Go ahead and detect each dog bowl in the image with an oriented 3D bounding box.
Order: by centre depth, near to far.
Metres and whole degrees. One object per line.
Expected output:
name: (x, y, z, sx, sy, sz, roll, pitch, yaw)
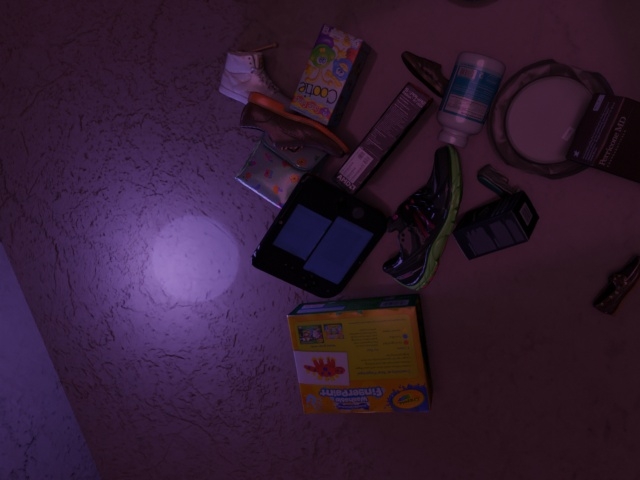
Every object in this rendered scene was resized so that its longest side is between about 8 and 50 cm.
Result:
dog bowl: (0.678, -0.354, 1.560, 0.349, 0.102, 0.348, 3, 103, 15)

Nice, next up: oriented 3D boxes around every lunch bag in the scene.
lunch bag: (-0.121, -0.255, 1.780, 0.223, 0.160, 0.262, 35, 96, 9)

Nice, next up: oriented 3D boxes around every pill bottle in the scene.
pill bottle: (0.442, -0.420, 1.590, 0.146, 0.146, 0.264, 22, 107, 11)

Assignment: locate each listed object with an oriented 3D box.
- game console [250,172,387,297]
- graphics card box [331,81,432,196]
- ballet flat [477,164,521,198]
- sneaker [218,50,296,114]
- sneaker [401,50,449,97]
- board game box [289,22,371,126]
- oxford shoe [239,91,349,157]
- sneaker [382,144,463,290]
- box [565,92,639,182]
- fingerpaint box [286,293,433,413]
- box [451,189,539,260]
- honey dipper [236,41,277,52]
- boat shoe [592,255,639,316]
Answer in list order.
game console: (0.000, 0.000, 1.760, 0.342, 0.060, 0.386, 25, 113, -23)
graphics card box: (0.197, -0.315, 1.635, 0.094, 0.233, 0.371, 38, 109, 1)
ballet flat: (0.586, -0.156, 1.647, 0.213, 0.072, 0.068, 43, 79, 1)
sneaker: (-0.199, -0.534, 1.755, 0.293, 0.108, 0.169, 24, 121, 11)
sneaker: (0.337, -0.535, 1.650, 0.188, 0.066, 0.071, 44, 92, -2)
board game box: (0.032, -0.522, 1.686, 0.142, 0.144, 0.275, 27, 106, 10)
oxford shoe: (-0.084, -0.337, 1.692, 0.364, 0.130, 0.132, 26, 92, -5)
sneaker: (0.321, -0.073, 1.676, 0.202, 0.185, 0.482, 18, 104, 8)
box: (0.897, -0.249, 1.431, 0.382, 0.143, 0.191, 15, 106, -10)
fingerpaint box: (0.143, 0.396, 1.831, 0.445, 0.163, 0.370, -8, 98, 17)
box: (0.530, -0.045, 1.600, 0.207, 0.153, 0.108, -24, 103, 43)
honey dipper: (-0.222, -0.650, 1.795, 0.161, 0.030, 0.030, -12, 98, 14)
boat shoe: (0.914, 0.134, 1.607, 0.073, 0.073, 0.206, 26, 107, 7)
